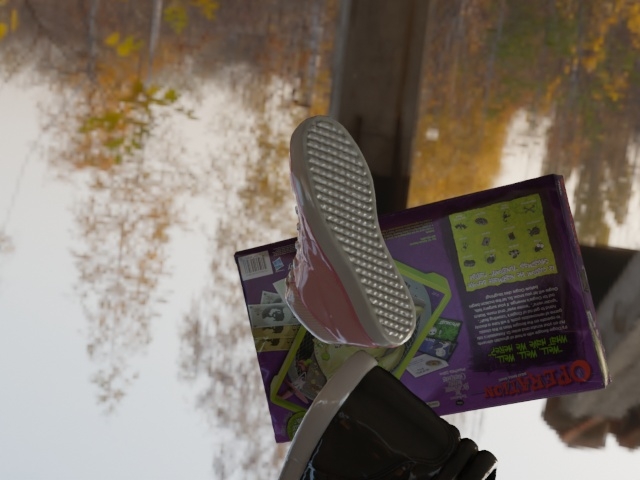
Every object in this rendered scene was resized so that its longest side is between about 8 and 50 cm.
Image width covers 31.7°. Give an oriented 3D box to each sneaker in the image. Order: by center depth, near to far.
[{"bbox_3d":[0.000,0.000,0.634,0.051,0.134,0.070,-28,-169,-41],"label":"sneaker"},{"bbox_3d":[0.043,0.215,0.869,0.147,0.295,0.104,36,-125,15],"label":"sneaker"}]

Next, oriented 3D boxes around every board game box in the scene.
[{"bbox_3d":[0.093,0.074,1.121,0.347,0.208,0.056,-13,174,23],"label":"board game box"}]
